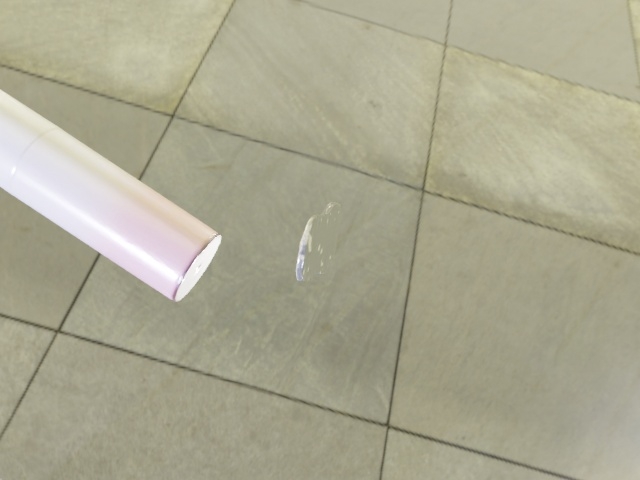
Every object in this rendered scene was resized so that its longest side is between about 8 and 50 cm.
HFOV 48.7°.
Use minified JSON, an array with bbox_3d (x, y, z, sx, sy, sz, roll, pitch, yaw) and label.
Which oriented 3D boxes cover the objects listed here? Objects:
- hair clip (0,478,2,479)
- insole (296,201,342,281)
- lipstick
[{"bbox_3d":[-0.183,0.192,0.370,0.054,0.022,0.137,-11,88,-32],"label":"hair clip"},{"bbox_3d":[0.000,0.000,0.745,0.011,0.081,0.248,12,6,7],"label":"insole"},{"bbox_3d":[-0.264,-0.059,0.750,0.327,0.087,0.087,33,51,3],"label":"lipstick"}]
